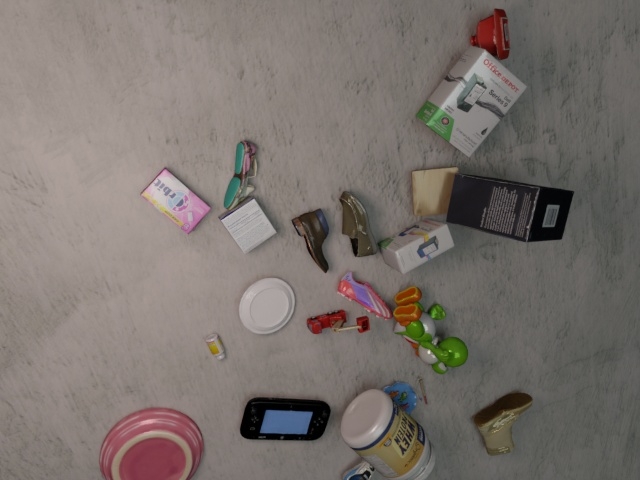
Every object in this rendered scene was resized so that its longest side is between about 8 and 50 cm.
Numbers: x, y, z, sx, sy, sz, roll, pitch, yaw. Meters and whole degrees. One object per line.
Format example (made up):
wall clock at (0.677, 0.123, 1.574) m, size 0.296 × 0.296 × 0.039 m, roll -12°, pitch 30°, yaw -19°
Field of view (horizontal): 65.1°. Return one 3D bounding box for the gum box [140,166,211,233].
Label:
gum box at (-0.432, -0.117, 1.513) m, size 0.188 × 0.062 × 0.107 m, roll 43°, pitch 88°, yaw -22°

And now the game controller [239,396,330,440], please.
game controller at (-0.124, 0.641, 1.791) m, size 0.319 × 0.067 × 0.166 m, roll 9°, pitch 100°, yaw -19°

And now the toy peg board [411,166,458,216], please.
toy peg board at (0.399, -0.178, 1.773) m, size 0.161 × 0.079 × 0.161 m, roll -6°, pitch 105°, yaw -1°

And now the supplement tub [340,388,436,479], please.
supplement tub at (0.249, 0.719, 1.818) m, size 0.228 × 0.228 × 0.316 m, roll -45°, pitch 109°, yaw -4°

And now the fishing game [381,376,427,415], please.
fishing game at (0.296, 0.635, 1.941) m, size 0.264 × 0.041 × 0.189 m, roll -21°, pitch 111°, yaw -13°

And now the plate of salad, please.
plate of salad at (-0.181, 0.218, 1.683) m, size 0.200 × 0.048 × 0.199 m, roll -8°, pitch 107°, yaw -27°

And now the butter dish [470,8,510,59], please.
butter dish at (0.564, -0.681, 1.681) m, size 0.160 × 0.118 × 0.160 m, roll -33°, pitch 116°, yaw -52°

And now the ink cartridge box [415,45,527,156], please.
ink cartridge box at (0.497, -0.461, 1.666) m, size 0.211 × 0.121 × 0.289 m, roll 30°, pitch 108°, yaw -21°

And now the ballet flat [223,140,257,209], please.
ballet flat at (-0.239, -0.197, 1.559) m, size 0.079 × 0.077 × 0.221 m, roll 7°, pitch 101°, yaw -39°

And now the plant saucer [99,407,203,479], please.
plant saucer at (-0.555, 0.722, 1.661) m, size 0.332 × 0.084 × 0.332 m, roll -4°, pitch 103°, yaw -17°

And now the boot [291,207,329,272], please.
boot at (0.000, 0.000, 1.672) m, size 0.106 × 0.082 × 0.219 m, roll -31°, pitch 108°, yaw -6°

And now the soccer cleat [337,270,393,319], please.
soccer cleat at (0.172, 0.200, 1.779) m, size 0.248 × 0.083 × 0.095 m, roll 31°, pitch 87°, yaw -19°

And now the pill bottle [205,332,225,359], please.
pill bottle at (-0.346, 0.353, 1.662) m, size 0.043 × 0.043 × 0.083 m, roll -24°, pitch 109°, yaw -11°

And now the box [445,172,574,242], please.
box at (0.636, -0.112, 1.691) m, size 0.296 × 0.294 × 0.182 m, roll -2°, pitch 106°, yaw -44°

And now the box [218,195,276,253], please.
box at (-0.232, -0.050, 1.589) m, size 0.126 × 0.072 × 0.137 m, roll -35°, pitch 111°, yaw -7°

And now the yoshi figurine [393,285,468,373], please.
yoshi figurine at (0.420, 0.342, 1.834) m, size 0.203 × 0.203 × 0.362 m, roll -40°, pitch 114°, yaw -13°

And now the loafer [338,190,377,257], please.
loafer at (0.115, -0.046, 1.691) m, size 0.087 × 0.094 × 0.251 m, roll -29°, pitch 110°, yaw -14°

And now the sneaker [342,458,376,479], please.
sneaker at (0.188, 0.880, 1.939) m, size 0.237 × 0.086 × 0.085 m, roll -39°, pitch 110°, yaw -7°

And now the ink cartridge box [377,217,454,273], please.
ink cartridge box at (0.330, 0.015, 1.743) m, size 0.212 × 0.154 × 0.093 m, roll -25°, pitch 107°, yaw -10°

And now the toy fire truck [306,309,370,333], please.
toy fire truck at (0.060, 0.289, 1.730) m, size 0.192 × 0.135 × 0.047 m, roll -12°, pitch 106°, yaw -15°

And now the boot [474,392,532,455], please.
boot at (0.788, 0.773, 2.102) m, size 0.262 × 0.095 × 0.203 m, roll -27°, pitch 109°, yaw -9°
